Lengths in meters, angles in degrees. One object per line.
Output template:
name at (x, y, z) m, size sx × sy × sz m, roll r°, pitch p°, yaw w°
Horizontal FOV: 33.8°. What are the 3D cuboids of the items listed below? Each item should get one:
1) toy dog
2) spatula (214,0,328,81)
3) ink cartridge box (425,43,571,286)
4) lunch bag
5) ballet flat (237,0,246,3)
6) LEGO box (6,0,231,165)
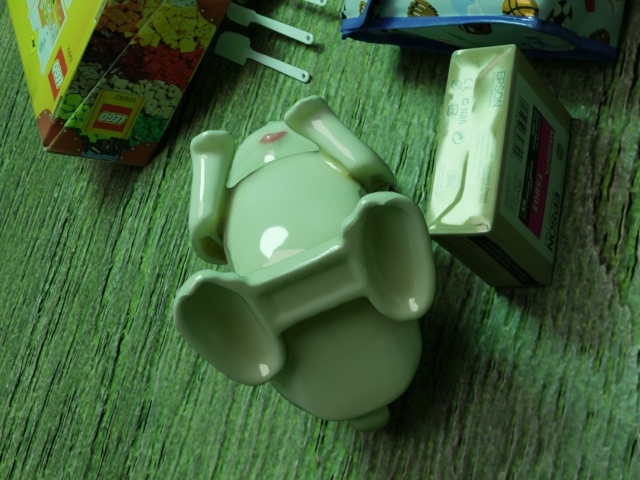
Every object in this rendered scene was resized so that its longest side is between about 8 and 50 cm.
toy dog at (0.000, 0.000, 1.319) m, size 0.284 × 0.395 × 0.408 m, roll -31°, pitch 34°, yaw 10°
spatula at (-0.085, -0.355, 1.698) m, size 0.242 × 0.019 × 0.168 m, roll 29°, pitch 109°, yaw 42°
ink cartridge box at (0.216, -0.083, 1.249) m, size 0.088 × 0.193 × 0.235 m, roll -2°, pitch 69°, yaw 34°
lunch bag at (0.192, -0.410, 1.363) m, size 0.385 × 0.239 × 0.328 m, roll 14°, pitch 94°, yaw 45°
ballet flat at (-0.073, -0.483, 1.757) m, size 0.231 × 0.077 × 0.077 m, roll -38°, pitch 72°, yaw 22°
LEGO box at (-0.372, -0.438, 1.805) m, size 0.372 × 0.193 × 0.500 m, roll -55°, pitch 43°, yaw 35°
